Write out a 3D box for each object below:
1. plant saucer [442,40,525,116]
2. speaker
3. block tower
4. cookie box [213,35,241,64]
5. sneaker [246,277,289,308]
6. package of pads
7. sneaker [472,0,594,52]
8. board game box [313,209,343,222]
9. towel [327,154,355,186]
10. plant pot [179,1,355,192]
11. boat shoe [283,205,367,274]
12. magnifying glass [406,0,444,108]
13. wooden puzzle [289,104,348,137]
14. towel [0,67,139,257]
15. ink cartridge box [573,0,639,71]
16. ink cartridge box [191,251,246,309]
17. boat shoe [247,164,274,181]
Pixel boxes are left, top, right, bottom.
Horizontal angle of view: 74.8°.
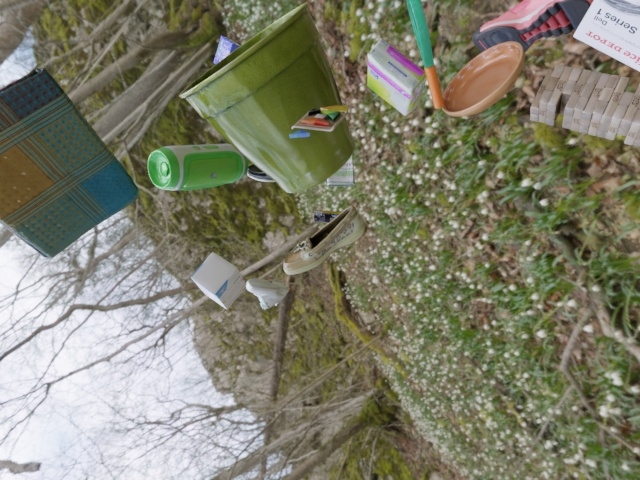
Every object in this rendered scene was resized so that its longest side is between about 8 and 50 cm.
[{"bbox_3d":[0.365,-0.354,0.940,0.037,0.200,0.200,37,-148,-27],"label":"plant saucer"},{"bbox_3d":[-0.359,-0.225,1.263,0.296,0.131,0.131,-21,-100,-53],"label":"speaker"},{"bbox_3d":[0.600,-0.252,0.821,0.335,0.097,0.091,25,179,30],"label":"block tower"},{"bbox_3d":[-0.299,-0.598,1.353,0.040,0.092,0.107,4,-148,-38],"label":"cookie box"},{"bbox_3d":[-0.180,0.183,1.386,0.080,0.094,0.212,28,-177,29],"label":"sneaker"},{"bbox_3d":[0.294,-0.622,1.629,0.229,0.101,0.296,41,-176,5],"label":"package of pads"},{"bbox_3d":[0.555,-0.584,1.097,0.116,0.313,0.136,34,-107,-32],"label":"sneaker"},{"bbox_3d":[0.064,-0.089,1.658,0.141,0.170,0.048,2,-87,-85],"label":"board game box"},{"bbox_3d":[0.082,-0.289,1.703,0.023,0.113,0.152,92,178,-66],"label":"towel"},{"bbox_3d":[-0.092,-0.324,1.062,0.353,0.366,0.366,53,-155,-28],"label":"plant pot"},{"bbox_3d":[0.000,0.000,1.259,0.089,0.285,0.104,56,-177,-28],"label":"boat shoe"},{"bbox_3d":[0.217,-0.381,0.854,0.092,0.026,0.231,-87,-23,-53],"label":"magnifying glass"},{"bbox_3d":[0.000,-0.188,0.646,0.116,0.078,0.014,-66,-26,-49],"label":"wooden puzzle"},{"bbox_3d":[-0.583,-0.142,0.888,0.040,0.271,0.370,41,161,29],"label":"towel"},{"bbox_3d":[0.477,-0.342,0.562,0.160,0.092,0.219,40,174,17],"label":"ink cartridge box"},{"bbox_3d":[-0.273,0.116,1.149,0.090,0.092,0.143,31,158,16],"label":"ink cartridge box"},{"bbox_3d":[-0.137,-0.234,1.369,0.084,0.233,0.079,-52,-37,-49],"label":"boat shoe"}]
